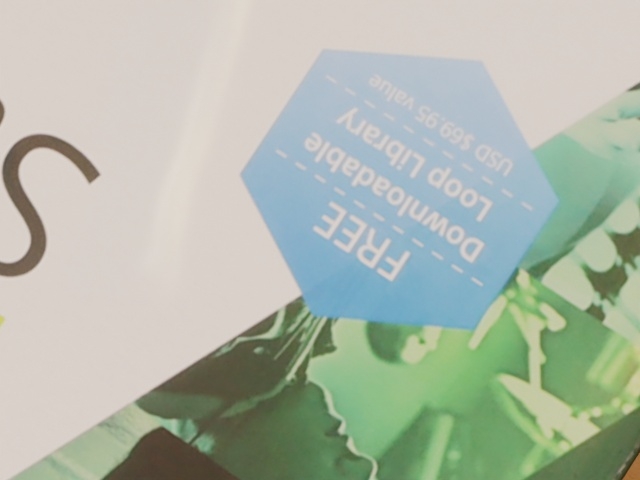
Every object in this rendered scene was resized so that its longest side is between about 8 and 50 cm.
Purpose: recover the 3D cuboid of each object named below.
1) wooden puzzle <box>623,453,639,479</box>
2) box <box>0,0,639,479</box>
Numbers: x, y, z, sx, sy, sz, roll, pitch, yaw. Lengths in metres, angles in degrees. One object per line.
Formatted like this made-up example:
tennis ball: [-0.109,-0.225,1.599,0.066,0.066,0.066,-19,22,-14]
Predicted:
wooden puzzle: [0.000,0.000,0.553,0.044,0.238,0.221,-60,-48,-80]
box: [-0.076,0.044,0.381,0.322,0.232,0.058,-57,-8,-1]
